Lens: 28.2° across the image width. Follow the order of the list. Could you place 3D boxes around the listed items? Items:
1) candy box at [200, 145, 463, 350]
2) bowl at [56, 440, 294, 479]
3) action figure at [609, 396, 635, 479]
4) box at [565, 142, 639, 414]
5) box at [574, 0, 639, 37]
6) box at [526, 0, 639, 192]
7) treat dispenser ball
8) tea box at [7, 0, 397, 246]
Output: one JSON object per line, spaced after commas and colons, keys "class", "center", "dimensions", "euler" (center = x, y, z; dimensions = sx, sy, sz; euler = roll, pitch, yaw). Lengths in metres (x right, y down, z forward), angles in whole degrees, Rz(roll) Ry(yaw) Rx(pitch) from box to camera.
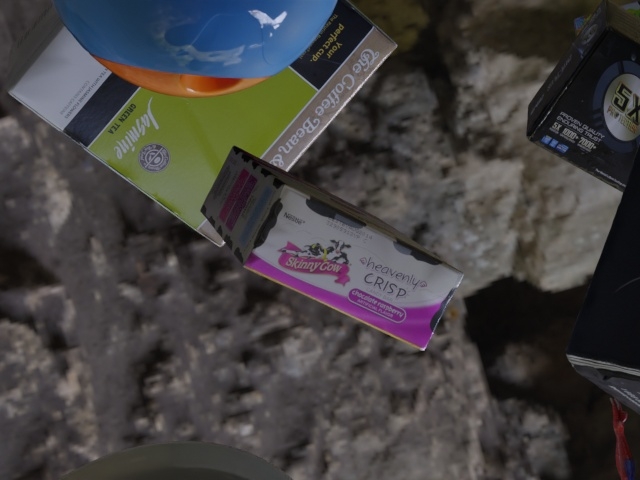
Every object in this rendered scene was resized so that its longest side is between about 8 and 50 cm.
{"class": "candy box", "center": [0.000, 0.000, 1.035], "dimensions": [0.159, 0.071, 0.233], "euler": [26, 4, -16]}
{"class": "bowl", "center": [-0.128, 0.318, 1.044], "dimensions": [0.298, 0.298, 0.134], "euler": [-95, 177, -52]}
{"class": "action figure", "center": [0.364, 0.222, 1.302], "dimensions": [0.280, 0.091, 0.139], "euler": [4, 83, -64]}
{"class": "box", "center": [0.523, -0.033, 0.985], "dimensions": [0.297, 0.472, 0.480], "euler": [31, 76, -38]}
{"class": "box", "center": [0.537, -0.237, 1.650], "dimensions": [0.279, 0.290, 0.177], "euler": [-6, -87, 55]}
{"class": "box", "center": [0.325, -0.133, 1.304], "dimensions": [0.180, 0.147, 0.077], "euler": [29, 33, -8]}
{"class": "treat dispenser ball", "center": [-0.118, -0.278, 1.198], "dimensions": [0.288, 0.288, 0.288], "euler": [-17, 90, -81]}
{"class": "tea box", "center": [-0.148, -0.233, 1.540], "dimensions": [0.323, 0.329, 0.220], "euler": [39, 10, -23]}
